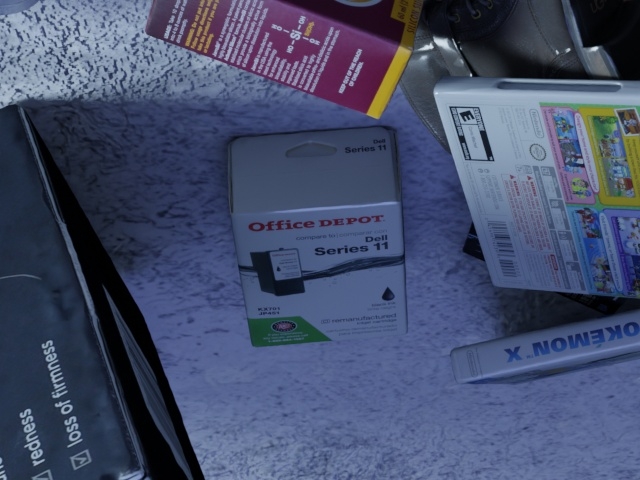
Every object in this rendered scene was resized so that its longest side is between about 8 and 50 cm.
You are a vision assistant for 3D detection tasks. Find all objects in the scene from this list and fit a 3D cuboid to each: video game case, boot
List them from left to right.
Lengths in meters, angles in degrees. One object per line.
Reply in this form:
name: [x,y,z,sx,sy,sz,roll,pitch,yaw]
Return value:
boot: [0.124,-0.180,1.377,0.229,0.091,0.263,-8,112,47]
video game case: [0.200,-0.037,1.375,0.193,0.023,0.212,4,136,27]
video game case: [0.295,0.090,1.691,0.300,0.036,0.329,-13,172,13]

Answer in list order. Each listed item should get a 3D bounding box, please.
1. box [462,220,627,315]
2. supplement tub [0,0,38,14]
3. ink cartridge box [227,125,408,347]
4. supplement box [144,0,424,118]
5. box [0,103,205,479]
box: [0.206,-0.010,1.544,0.147,0.077,0.180,24,170,5]
supplement tub: [-0.236,-0.225,1.328,0.071,0.071,0.107,1,143,-5]
ink cartridge box: [0.000,0.000,1.634,0.153,0.087,0.208,-5,143,2]
supplement box: [-0.022,-0.179,1.342,0.188,0.104,0.081,20,139,-6]
box: [-0.347,0.214,1.445,0.472,0.480,0.297,-25,131,-1]
